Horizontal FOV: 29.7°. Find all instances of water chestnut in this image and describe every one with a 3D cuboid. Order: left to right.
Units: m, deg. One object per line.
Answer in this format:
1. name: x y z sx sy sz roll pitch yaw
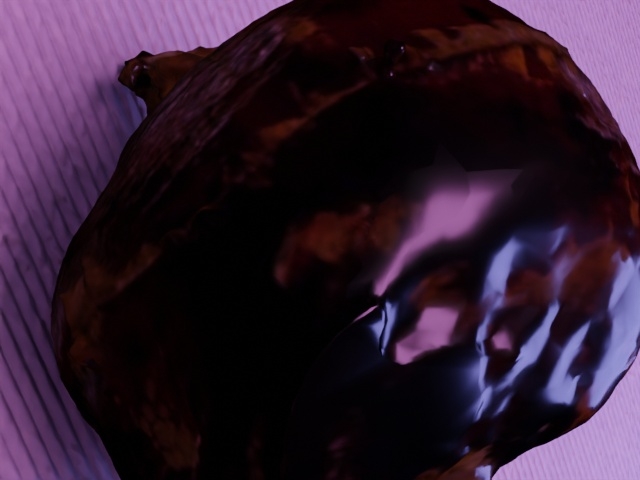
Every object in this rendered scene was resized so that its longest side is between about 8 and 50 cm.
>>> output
1. water chestnut: 0.000 0.000 0.679 0.335 0.347 0.335 -26 141 -23
